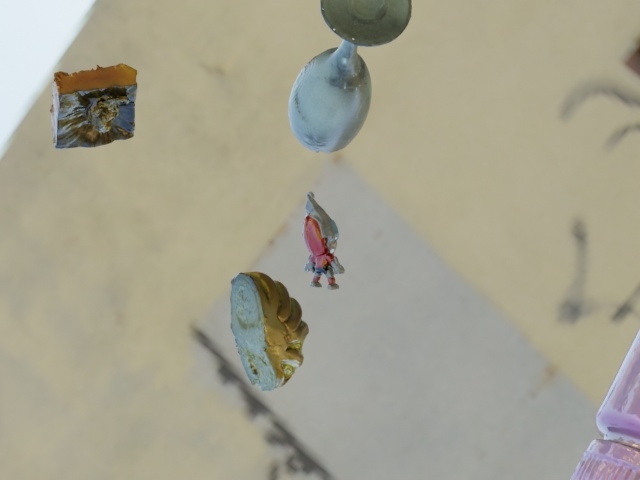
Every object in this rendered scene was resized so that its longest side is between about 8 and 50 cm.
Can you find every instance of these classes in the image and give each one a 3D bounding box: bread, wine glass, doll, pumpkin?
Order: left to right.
[{"bbox_3d":[-0.212,-0.123,1.770,0.083,0.074,0.054,-10,-133,-17],"label":"pumpkin"},{"bbox_3d":[-0.056,-0.216,2.082,0.264,0.096,0.309,16,159,-3],"label":"wine glass"},{"bbox_3d":[-0.059,0.117,2.392,0.094,0.157,0.083,-5,-169,-39],"label":"bread"},{"bbox_3d":[0.001,0.000,2.138,0.039,0.114,0.057,-9,-171,-12],"label":"doll"}]

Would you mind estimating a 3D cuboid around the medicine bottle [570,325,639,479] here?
[{"bbox_3d":[0.327,0.134,1.534,0.178,0.291,0.178,26,169,6],"label":"medicine bottle"}]
